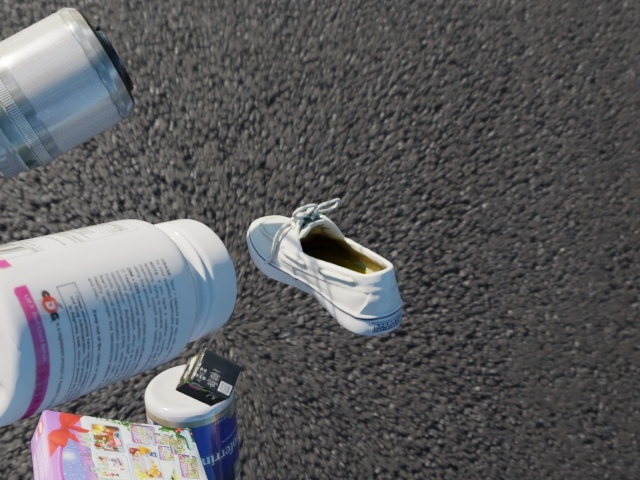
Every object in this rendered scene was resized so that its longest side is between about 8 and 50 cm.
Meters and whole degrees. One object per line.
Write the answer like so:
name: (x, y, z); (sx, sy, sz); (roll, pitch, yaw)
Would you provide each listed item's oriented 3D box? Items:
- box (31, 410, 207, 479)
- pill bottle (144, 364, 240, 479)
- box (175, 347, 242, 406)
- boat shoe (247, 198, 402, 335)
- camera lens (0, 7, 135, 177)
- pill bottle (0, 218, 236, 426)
box: (-0.220, 0.319, 1.005); (0.201, 0.293, 0.057); (16, 110, -28)
pill bottle: (-0.220, 0.364, 1.521); (0.153, 0.153, 0.264); (-5, 116, -7)
box: (-0.160, 0.196, 1.232); (0.062, 0.083, 0.052); (30, 62, -15)
boat shoe: (-0.007, 0.003, 1.375); (0.136, 0.367, 0.156); (-19, 123, -26)
camera lens: (-0.486, -0.263, 1.534); (0.274, 0.219, 0.219); (-32, 89, -10)
pill bottle: (-0.228, 0.067, 0.870); (0.283, 0.160, 0.160); (-17, 85, -50)
